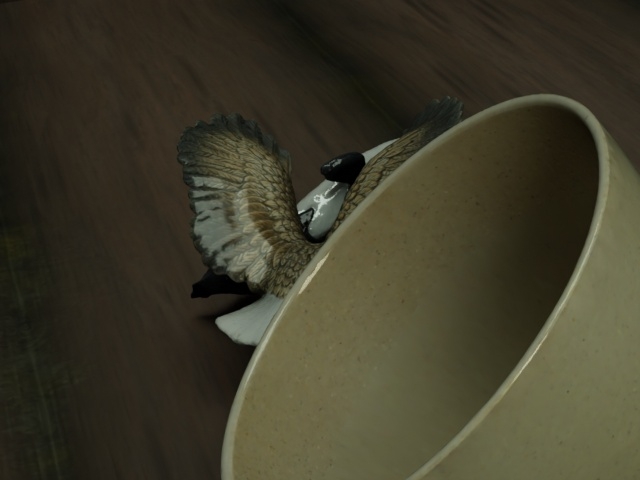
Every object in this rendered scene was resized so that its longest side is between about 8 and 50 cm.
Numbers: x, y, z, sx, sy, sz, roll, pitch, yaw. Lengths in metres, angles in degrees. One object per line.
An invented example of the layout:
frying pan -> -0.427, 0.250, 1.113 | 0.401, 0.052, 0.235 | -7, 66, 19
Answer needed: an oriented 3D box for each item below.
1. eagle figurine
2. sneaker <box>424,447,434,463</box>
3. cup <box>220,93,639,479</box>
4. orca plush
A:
eagle figurine -> -0.004, 0.002, 1.219 | 0.226, 0.298, 0.225 | 9, -15, -30
sneaker -> 0.127, 0.145, 1.100 | 0.091, 0.094, 0.258 | 44, 58, 13
cup -> 0.132, 0.106, 0.909 | 0.331, 0.237, 0.331 | -43, 22, 23
orca plush -> 0.014, 0.001, 1.394 | 0.102, 0.151, 0.287 | 45, 45, 18
